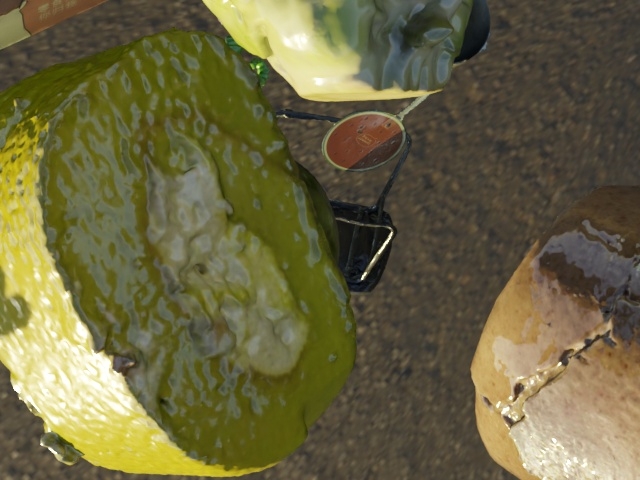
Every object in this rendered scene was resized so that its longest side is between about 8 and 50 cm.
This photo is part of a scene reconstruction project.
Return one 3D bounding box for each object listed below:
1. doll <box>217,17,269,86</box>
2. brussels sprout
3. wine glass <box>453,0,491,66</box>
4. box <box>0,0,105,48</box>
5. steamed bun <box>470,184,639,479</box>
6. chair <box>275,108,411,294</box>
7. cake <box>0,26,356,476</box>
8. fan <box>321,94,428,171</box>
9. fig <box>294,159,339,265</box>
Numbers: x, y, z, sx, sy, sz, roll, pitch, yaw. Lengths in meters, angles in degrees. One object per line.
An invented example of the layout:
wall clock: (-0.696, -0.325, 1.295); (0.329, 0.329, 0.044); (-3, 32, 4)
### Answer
doll: (-0.067, -0.251, 1.811); (0.050, 0.190, 0.115); (-25, 110, 44)
brussels sprout: (0.009, -0.149, 0.602); (0.145, 0.131, 0.183); (25, 101, 32)
wine glass: (0.105, -0.261, 1.833); (0.126, 0.241, 0.126); (-1, 94, -21)
box: (-0.210, -0.231, 0.951); (0.215, 0.086, 0.215); (-29, 72, -17)
steamed bun: (0.240, 0.124, 1.181); (0.251, 0.199, 0.301); (44, 150, 38)
chair: (0.000, 0.000, 1.540); (0.145, 0.140, 0.221); (12, 137, 2)
cake: (-0.099, 0.020, 0.874); (0.156, 0.179, 0.260); (-6, 111, 52)
fan: (0.060, -0.109, 1.460); (0.133, 0.085, 0.005); (-36, 46, 25)
fig: (-0.108, 0.016, 1.168); (0.245, 0.195, 0.195); (6, 105, 2)
